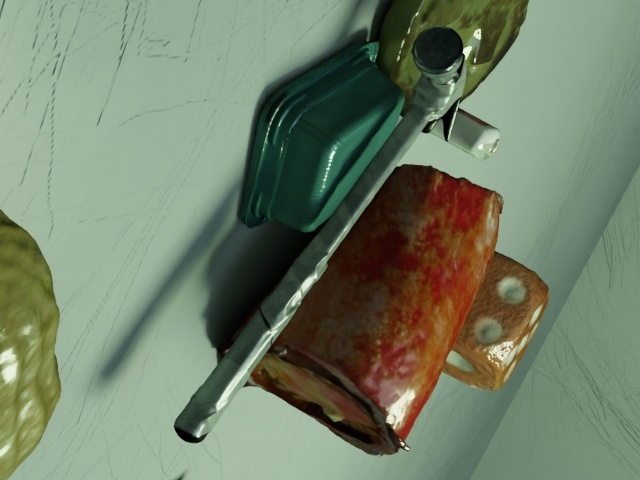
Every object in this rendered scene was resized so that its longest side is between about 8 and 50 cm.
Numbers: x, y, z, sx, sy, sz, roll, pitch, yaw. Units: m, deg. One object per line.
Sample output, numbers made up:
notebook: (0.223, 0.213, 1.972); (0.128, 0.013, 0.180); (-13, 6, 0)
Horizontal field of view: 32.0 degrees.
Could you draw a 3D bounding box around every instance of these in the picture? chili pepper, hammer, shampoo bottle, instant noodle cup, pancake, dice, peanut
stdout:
chili pepper: (0.049, 0.046, 1.167); (0.305, 0.229, 0.251); (-65, 164, -15)
hammer: (0.001, 0.001, 0.999); (0.427, 0.044, 0.152); (-53, 163, -8)
shampoo bottle: (0.167, -0.130, 1.310); (0.043, 0.099, 0.072); (-63, 160, 13)
instant noodle cup: (0.009, -0.088, 1.043); (0.179, 0.070, 0.157); (-40, 155, -44)
pancake: (0.150, -0.248, 1.173); (0.294, 0.049, 0.294); (-44, 154, -29)
dice: (0.254, 0.123, 1.800); (0.179, 0.174, 0.175); (-57, 160, -17)
peanut: (-0.231, 0.077, 0.642); (0.196, 0.110, 0.233); (-39, 154, -44)
